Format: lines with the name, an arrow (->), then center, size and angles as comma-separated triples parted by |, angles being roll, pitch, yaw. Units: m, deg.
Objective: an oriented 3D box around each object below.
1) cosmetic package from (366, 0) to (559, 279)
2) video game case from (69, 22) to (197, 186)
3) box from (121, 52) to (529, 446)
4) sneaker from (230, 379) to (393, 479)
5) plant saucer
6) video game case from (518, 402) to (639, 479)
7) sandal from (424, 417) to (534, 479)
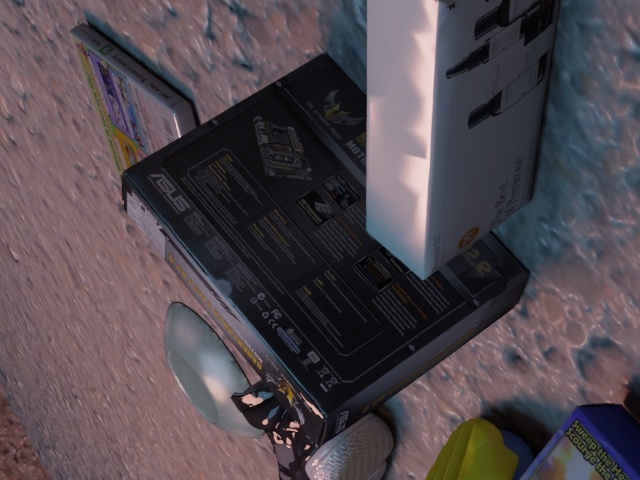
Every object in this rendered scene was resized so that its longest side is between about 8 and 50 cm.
cosmetic package -> 0.080, -0.086, 0.835 | 0.060, 0.099, 0.239 | 45, 156, 29
video game case -> -0.169, -0.093, 1.452 | 0.193, 0.023, 0.212 | 38, 153, 38
box -> 0.000, 0.000, 1.010 | 0.231, 0.183, 0.056 | 48, 156, 18
sneaker -> -0.016, 0.207, 1.451 | 0.153, 0.101, 0.268 | 49, 151, 21
plant saucer -> -0.139, 0.165, 1.731 | 0.195, 0.037, 0.195 | 46, 157, 26
video game case -> 0.197, 0.285, 0.936 | 0.269, 0.061, 0.244 | 51, 121, 33
sandal -> 0.133, 0.253, 1.197 | 0.138, 0.126, 0.317 | 27, 151, 9
